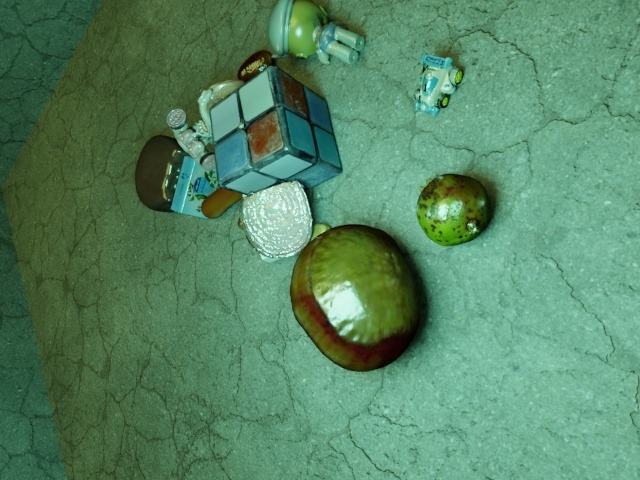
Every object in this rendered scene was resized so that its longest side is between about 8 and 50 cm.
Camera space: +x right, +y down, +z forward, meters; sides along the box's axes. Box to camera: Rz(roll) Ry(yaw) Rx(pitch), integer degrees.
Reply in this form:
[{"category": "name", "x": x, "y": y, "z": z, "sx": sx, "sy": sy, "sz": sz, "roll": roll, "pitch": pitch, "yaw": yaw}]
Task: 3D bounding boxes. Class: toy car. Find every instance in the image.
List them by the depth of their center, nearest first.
[{"category": "toy car", "x": 0.327, "y": -0.464, "z": 1.391, "sx": 0.126, "sy": 0.098, "sz": 0.161, "roll": 33, "pitch": 102, "yaw": 38}]

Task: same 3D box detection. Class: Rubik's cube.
[{"category": "Rubik's cube", "x": -0.152, "y": -0.337, "z": 1.601, "sx": 0.313, "sy": 0.318, "sz": 0.316, "roll": -21, "pitch": 71, "yaw": 31}]

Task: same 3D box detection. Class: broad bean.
[{"category": "broad bean", "x": -0.257, "y": -0.688, "z": 1.884, "sx": 0.165, "sy": 0.084, "sz": 0.114, "roll": -21, "pitch": 87, "yaw": 26}]

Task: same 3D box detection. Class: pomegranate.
[{"category": "pomegranate", "x": 0.358, "y": -0.100, "z": 1.278, "sx": 0.198, "sy": 0.198, "sz": 0.246, "roll": -24, "pitch": 29, "yaw": 32}]

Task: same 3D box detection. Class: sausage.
[{"category": "sausage", "x": -0.379, "y": -0.174, "z": 1.879, "sx": 0.300, "sy": 0.083, "sz": 0.089, "roll": -33, "pitch": 66, "yaw": 38}]

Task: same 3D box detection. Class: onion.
[{"category": "onion", "x": -0.135, "y": -0.070, "z": 1.619, "sx": 0.250, "sy": 0.111, "sz": 0.247, "roll": -15, "pitch": 99, "yaw": 11}]

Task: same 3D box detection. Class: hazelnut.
[{"category": "hazelnut", "x": 0.086, "y": 0.167, "z": 1.332, "sx": 0.421, "sy": 0.353, "sz": 0.421, "roll": 22, "pitch": 122, "yaw": 39}]

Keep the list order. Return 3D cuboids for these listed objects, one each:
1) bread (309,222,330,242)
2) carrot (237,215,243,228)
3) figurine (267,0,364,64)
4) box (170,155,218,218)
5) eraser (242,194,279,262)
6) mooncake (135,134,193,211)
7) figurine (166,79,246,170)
[{"category": "bread", "x": 0.000, "y": 0.000, "z": 1.596, "sx": 0.082, "sy": 0.056, "sz": 0.115, "roll": -6, "pitch": 74, "yaw": 33}, {"category": "carrot", "x": -0.278, "y": -0.119, "z": 1.828, "sx": 0.055, "sy": 0.055, "sz": 0.161, "roll": 13, "pitch": 86, "yaw": 38}, {"category": "figurine", "x": -0.023, "y": -0.744, "z": 1.644, "sx": 0.382, "sy": 0.205, "sz": 0.224, "roll": 17, "pitch": 100, "yaw": 30}, {"category": "box", "x": -0.516, "y": -0.219, "z": 1.966, "sx": 0.083, "sy": 0.142, "sz": 0.232, "roll": 17, "pitch": 93, "yaw": 37}, {"category": "eraser", "x": -0.209, "y": -0.072, "z": 1.728, "sx": 0.076, "sy": 0.078, "sz": 0.298, "roll": -22, "pitch": 72, "yaw": 9}, {"category": "mooncake", "x": -0.661, "y": -0.298, "z": 2.072, "sx": 0.334, "sy": 0.174, "sz": 0.326, "roll": -16, "pitch": 77, "yaw": 31}, {"category": "figurine", "x": -0.398, "y": -0.470, "z": 1.815, "sx": 0.361, "sy": 0.253, "sz": 0.211, "roll": -38, "pitch": 37, "yaw": -3}]
